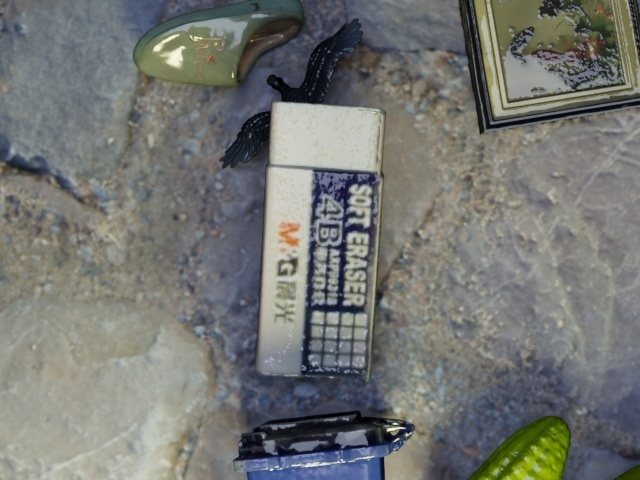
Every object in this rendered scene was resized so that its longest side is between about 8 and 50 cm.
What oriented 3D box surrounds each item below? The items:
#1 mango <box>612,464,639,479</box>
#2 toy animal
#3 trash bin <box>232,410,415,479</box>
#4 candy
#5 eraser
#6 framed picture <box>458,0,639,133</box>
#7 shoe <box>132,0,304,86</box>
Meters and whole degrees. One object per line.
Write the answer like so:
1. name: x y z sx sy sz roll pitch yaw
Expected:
1. mango: 0.317 0.329 1.673 0.293 0.143 0.175 -50 46 -10
2. toy animal: -0.019 -0.145 1.824 0.220 0.062 0.108 -43 80 4
3. trash bin: 0.015 0.295 1.710 0.184 0.162 0.235 -7 86 4
4. candy: 0.189 0.268 1.730 0.096 0.097 0.209 36 81 10
5. eraser: 0.000 0.000 1.757 0.130 0.086 0.287 5 95 1
6. framed picture: 0.255 -0.226 1.837 0.195 0.010 0.199 -9 80 4
7. shoe: -0.105 -0.208 1.832 0.195 0.079 0.078 -19 66 -3
